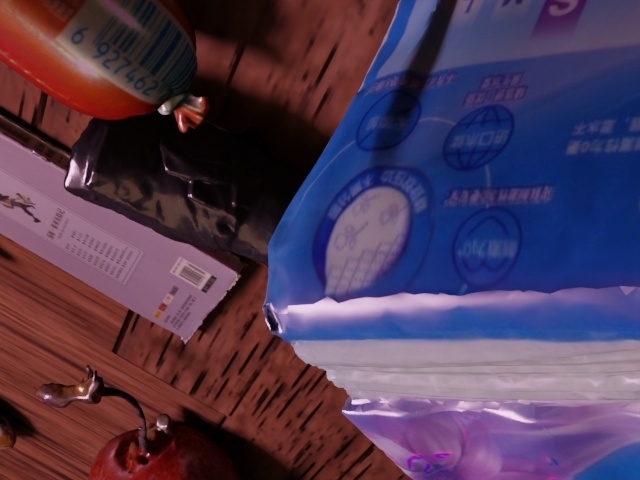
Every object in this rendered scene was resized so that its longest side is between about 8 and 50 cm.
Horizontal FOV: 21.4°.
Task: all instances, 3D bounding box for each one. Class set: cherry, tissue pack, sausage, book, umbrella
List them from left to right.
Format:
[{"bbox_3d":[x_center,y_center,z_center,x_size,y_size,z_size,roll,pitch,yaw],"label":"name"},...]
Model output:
[{"bbox_3d":[-0.146,-0.127,0.670,0.264,0.083,0.083,39,152,-21],"label":"sausage"},{"bbox_3d":[-0.135,-0.010,0.934,0.181,0.014,0.127,31,153,-5],"label":"book"},{"bbox_3d":[-0.122,0.145,1.105,0.107,0.090,0.225,9,147,38],"label":"cherry"},{"bbox_3d":[0.000,0.000,0.766,0.235,0.066,0.059,26,147,0],"label":"umbrella"},{"bbox_3d":[0.146,-0.024,0.421,0.263,0.198,0.146,-2,141,40],"label":"tissue pack"}]

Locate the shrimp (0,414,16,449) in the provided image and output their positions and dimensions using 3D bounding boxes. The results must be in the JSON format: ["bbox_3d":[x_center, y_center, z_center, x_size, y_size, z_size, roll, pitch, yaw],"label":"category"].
[{"bbox_3d":[-0.318,0.118,1.301,0.184,0.043,0.091,27,157,2],"label":"shrimp"}]
